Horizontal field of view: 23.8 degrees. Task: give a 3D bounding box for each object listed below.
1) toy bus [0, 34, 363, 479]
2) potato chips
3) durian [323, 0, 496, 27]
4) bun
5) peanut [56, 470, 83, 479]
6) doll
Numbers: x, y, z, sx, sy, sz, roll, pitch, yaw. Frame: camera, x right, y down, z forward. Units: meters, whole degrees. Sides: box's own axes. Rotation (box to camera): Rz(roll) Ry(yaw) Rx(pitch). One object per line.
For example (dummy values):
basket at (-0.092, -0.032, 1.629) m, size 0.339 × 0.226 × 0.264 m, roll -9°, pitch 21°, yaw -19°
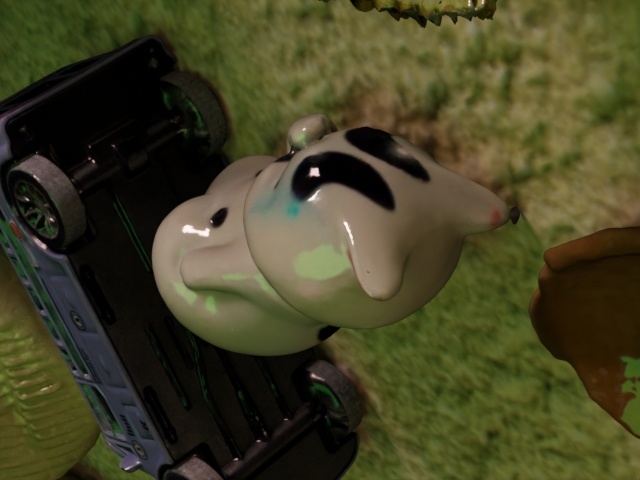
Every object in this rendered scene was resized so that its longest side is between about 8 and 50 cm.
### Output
toy bus at (-0.096, 0.038, 0.893) m, size 0.133 × 0.125 × 0.292 m, roll -1°, pitch 119°, yaw 53°
potato chips at (0.178, 0.046, 0.632) m, size 0.202 × 0.049 × 0.150 m, roll -4°, pitch 122°, yaw 50°
durian at (0.031, -0.202, 0.493) m, size 0.193 × 0.138 × 0.237 m, roll 19°, pitch 138°, yaw 45°
bun at (-0.256, 0.077, 1.088) m, size 0.220 × 0.134 × 0.220 m, roll 1°, pitch 125°, yaw 2°
peanut at (-0.255, 0.222, 1.300) m, size 0.214 × 0.099 × 0.099 m, roll 31°, pitch 142°, yaw 26°
doll at (-0.005, -0.001, 0.760) m, size 0.107 × 0.110 × 0.181 m, roll 56°, pitch 145°, yaw -8°
